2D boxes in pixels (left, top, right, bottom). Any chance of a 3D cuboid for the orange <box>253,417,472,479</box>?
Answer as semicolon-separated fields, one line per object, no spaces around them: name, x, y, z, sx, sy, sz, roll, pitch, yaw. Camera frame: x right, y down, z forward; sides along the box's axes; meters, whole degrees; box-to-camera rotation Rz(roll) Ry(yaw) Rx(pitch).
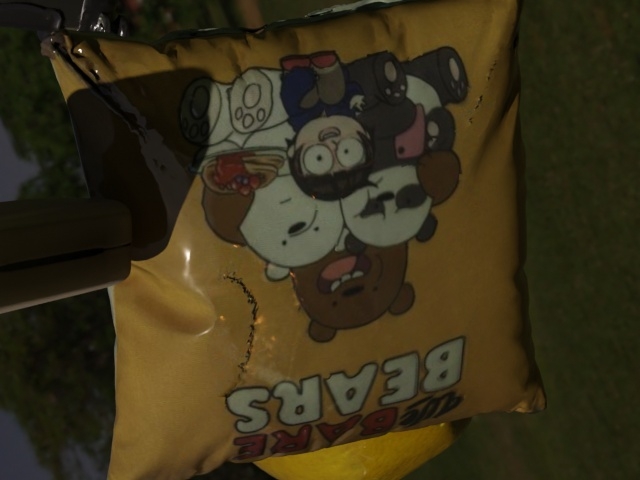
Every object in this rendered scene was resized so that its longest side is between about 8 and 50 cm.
orange;0.026;0.084;1.158;0.279;0.235;0.279;-7;-90;-66

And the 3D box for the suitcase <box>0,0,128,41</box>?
suitcase;-0.396;-0.401;1.576;0.434;0.283;0.194;54;134;45

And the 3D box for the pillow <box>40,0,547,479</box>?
pillow;0.000;0.000;0.833;0.119;0.310;0.312;-141;43;-61

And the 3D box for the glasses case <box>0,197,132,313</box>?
glasses case;-0.169;0.008;0.675;0.196;0.083;0.050;-14;-73;-66
